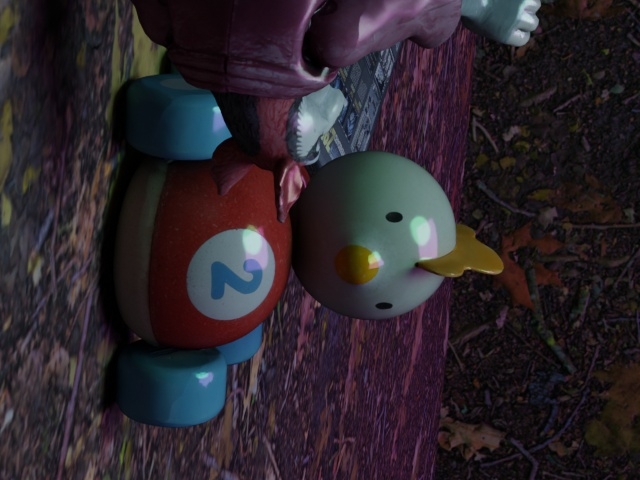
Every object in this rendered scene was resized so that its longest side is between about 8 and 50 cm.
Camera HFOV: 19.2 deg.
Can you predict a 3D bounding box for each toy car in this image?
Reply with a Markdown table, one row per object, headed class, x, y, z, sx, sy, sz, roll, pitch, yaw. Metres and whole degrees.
| class | x | y | z | sx | sy | sz | roll | pitch | yaw |
| --- | --- | --- | --- | --- | --- | --- | --- | --- | --- |
| toy car | 0.000 | 0.000 | 1.236 | 0.210 | 0.237 | 0.219 | -58 | 153 | -69 |

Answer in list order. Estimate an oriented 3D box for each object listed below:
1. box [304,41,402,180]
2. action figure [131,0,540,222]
| class | x | y | z | sx | sy | sz | roll | pitch | yaw |
| --- | --- | --- | --- | --- | --- | --- | --- | --- | --- |
| box | 0.007 | -0.145 | 1.630 | 0.233 | 0.059 | 0.183 | 57 | 48 | -70 |
| action figure | -0.014 | -0.189 | 0.983 | 0.276 | 0.248 | 0.370 | -37 | 130 | -76 |
